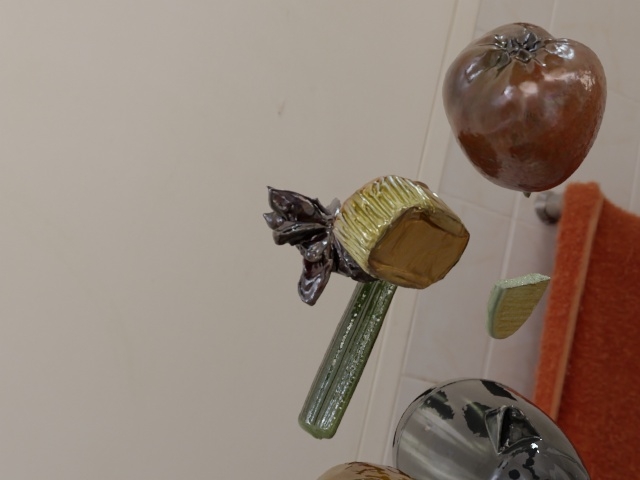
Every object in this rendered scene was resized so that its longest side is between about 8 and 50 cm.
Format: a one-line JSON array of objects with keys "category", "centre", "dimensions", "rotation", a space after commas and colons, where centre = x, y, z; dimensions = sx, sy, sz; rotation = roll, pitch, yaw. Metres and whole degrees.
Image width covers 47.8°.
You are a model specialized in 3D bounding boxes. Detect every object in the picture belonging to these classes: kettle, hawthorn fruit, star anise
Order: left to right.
[{"category": "star anise", "centre": [0.000, -0.003, 1.300], "dimensions": [0.283, 0.212, 0.129], "rotation": [-10, -32, -50]}, {"category": "kettle", "centre": [0.206, 0.296, 0.831], "dimensions": [0.208, 0.250, 0.271], "rotation": [18, -6, -7]}, {"category": "hawthorn fruit", "centre": [0.257, -0.142, 0.904], "dimensions": [0.200, 0.199, 0.251], "rotation": [8, -37, 28]}]

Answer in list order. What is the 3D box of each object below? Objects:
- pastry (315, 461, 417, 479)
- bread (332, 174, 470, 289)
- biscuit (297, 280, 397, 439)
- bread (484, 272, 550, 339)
[{"category": "pastry", "centre": [0.022, 0.357, 0.571], "dimensions": [0.164, 0.355, 0.356], "rotation": [9, -12, 15]}, {"category": "bread", "centre": [0.110, -0.015, 0.989], "dimensions": [0.191, 0.132, 0.114], "rotation": [19, 27, -52]}, {"category": "biscuit", "centre": [0.047, 0.207, 1.327], "dimensions": [0.099, 0.322, 0.038], "rotation": [5, -28, 47]}, {"category": "bread", "centre": [0.315, 0.111, 1.206], "dimensions": [0.036, 0.112, 0.193], "rotation": [31, 22, 34]}]
